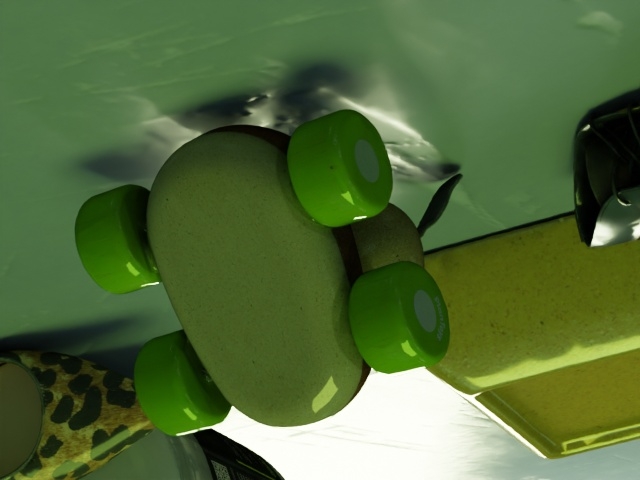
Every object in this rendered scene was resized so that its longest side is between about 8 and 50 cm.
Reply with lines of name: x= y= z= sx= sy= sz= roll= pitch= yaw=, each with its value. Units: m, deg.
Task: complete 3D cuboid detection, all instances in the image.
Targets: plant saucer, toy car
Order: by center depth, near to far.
toy car: x=0.000 y=0.000 z=0.982 sx=0.155 sy=0.149 sz=0.188 roll=-17 pitch=-172 yaw=29
plant saucer: x=0.225 y=0.060 z=1.259 sx=0.332 sy=0.081 sz=0.333 roll=-16 pitch=159 yaw=15

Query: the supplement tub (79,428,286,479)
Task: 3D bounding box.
supplement tub: x=-0.122 y=0.213 z=1.342 sx=0.193 sy=0.194 sz=0.316 roll=-15 pitch=159 yaw=15

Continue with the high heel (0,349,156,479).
high heel: x=-0.233 y=0.104 z=1.127 sx=0.261 sy=0.093 sz=0.186 roll=-5 pitch=168 yaw=14

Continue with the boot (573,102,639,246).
boot: x=0.180 y=-0.039 z=0.968 sx=0.106 sy=0.082 sz=0.219 roll=-14 pitch=162 yaw=4
